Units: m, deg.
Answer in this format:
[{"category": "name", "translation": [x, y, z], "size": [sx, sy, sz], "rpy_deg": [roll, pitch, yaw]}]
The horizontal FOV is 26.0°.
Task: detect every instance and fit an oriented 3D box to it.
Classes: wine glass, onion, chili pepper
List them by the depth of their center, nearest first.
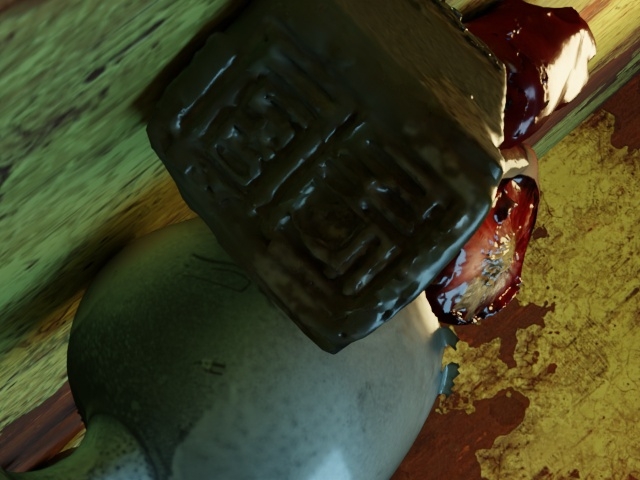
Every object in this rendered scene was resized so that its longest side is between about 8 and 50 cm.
[{"category": "wine glass", "translation": [-0.083, 0.110, 0.839], "size": [0.323, 0.238, 0.238], "rpy_deg": [-33, 170, -38]}, {"category": "chili pepper", "translation": [0.160, -0.146, 1.146], "size": [0.110, 0.110, 0.387], "rpy_deg": [-45, 177, 30]}, {"category": "onion", "translation": [0.189, -0.028, 1.923], "size": [0.272, 0.195, 0.272], "rpy_deg": [-32, 133, -42]}]

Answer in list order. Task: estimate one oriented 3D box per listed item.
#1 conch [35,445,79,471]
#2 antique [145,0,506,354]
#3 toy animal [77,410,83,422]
[{"category": "conch", "translation": [-0.274, 0.284, 1.471], "size": [0.116, 0.106, 0.173], "rpy_deg": [8, 115, -53]}, {"category": "antique", "translation": [0.025, -0.066, 0.749], "size": [0.125, 0.150, 0.284], "rpy_deg": [-44, -178, 19]}, {"category": "toy animal", "translation": [-0.191, 0.184, 1.327], "size": [0.155, 0.095, 0.219], "rpy_deg": [-41, -155, -3]}]
